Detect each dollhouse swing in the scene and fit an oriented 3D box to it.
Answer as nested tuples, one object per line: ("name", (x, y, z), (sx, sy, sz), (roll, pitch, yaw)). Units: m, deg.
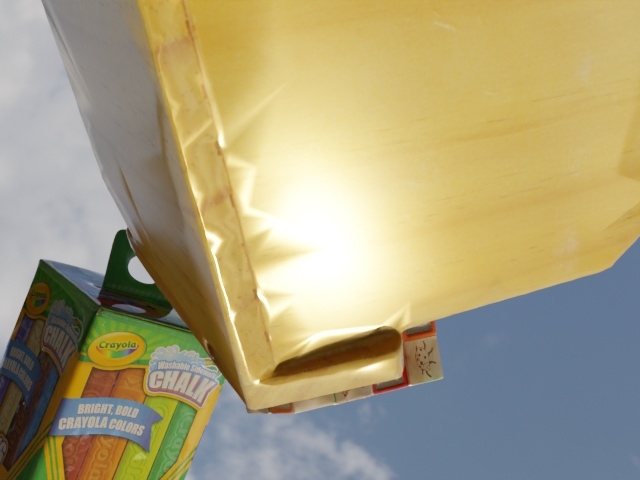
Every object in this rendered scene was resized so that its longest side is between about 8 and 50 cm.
("dollhouse swing", (0.015, -0.117, 0.644), (0.305, 0.347, 0.315), (-26, -138, -18))

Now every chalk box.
("chalk box", (-0.224, 0.136, 1.027), (0.179, 0.180, 0.289), (26, -85, 52))

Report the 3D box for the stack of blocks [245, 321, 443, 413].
("stack of blocks", (0.000, 0.000, 0.894), (0.087, 0.171, 0.297), (-16, -98, 57))
